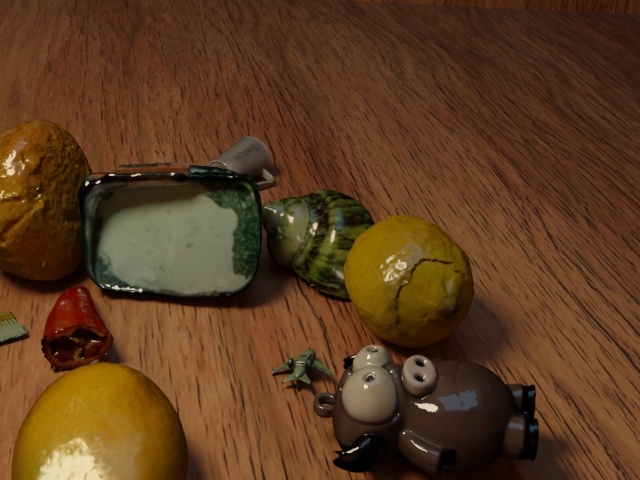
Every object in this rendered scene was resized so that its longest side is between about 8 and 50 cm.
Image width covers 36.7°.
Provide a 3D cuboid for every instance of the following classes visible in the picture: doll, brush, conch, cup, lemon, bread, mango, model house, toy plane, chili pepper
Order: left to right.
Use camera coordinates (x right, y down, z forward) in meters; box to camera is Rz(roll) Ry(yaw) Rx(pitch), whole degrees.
[{"bbox_3d":[-0.478,0.088,1.317,0.082,0.010,0.218,-16,33,-35],"label":"brush"},{"bbox_3d":[-0.411,-0.058,1.381,0.139,0.240,0.240,2,26,15],"label":"bread"},{"bbox_3d":[-0.321,0.100,1.276,0.088,0.065,0.169,0,24,-14],"label":"chili pepper"},{"bbox_3d":[-0.224,0.235,0.986,0.176,0.119,0.317,3,36,-11],"label":"mango"},{"bbox_3d":[-0.214,-0.037,1.475,0.253,0.184,0.291,-2,14,-3],"label":"model house"},{"bbox_3d":[-0.138,-0.127,1.751,0.104,0.074,0.116,43,40,6],"label":"cup"},{"bbox_3d":[-0.022,0.160,1.247,0.080,0.033,0.083,-2,24,16],"label":"toy plane"},{"bbox_3d":[0.000,-0.002,1.470,0.181,0.124,0.187,0,36,-6],"label":"conch"},{"bbox_3d":[0.120,0.054,1.328,0.180,0.180,0.193,-6,55,-22],"label":"lemon"},{"bbox_3d":[0.120,0.199,1.115,0.257,0.117,0.182,10,33,2],"label":"doll"}]
